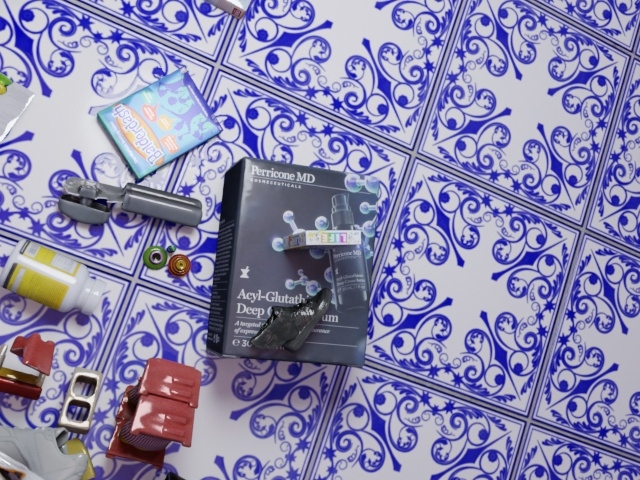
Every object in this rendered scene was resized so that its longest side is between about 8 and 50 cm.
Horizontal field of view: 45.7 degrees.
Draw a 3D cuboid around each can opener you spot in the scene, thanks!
[{"bbox_3d":[-0.390,-0.066,1.567,0.284,0.076,0.095,14,114,-17],"label":"can opener"}]

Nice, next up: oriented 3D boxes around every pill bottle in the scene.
[{"bbox_3d":[-0.520,0.079,1.485,0.184,0.103,0.103,27,79,-15],"label":"pill bottle"}]

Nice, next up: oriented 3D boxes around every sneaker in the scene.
[{"bbox_3d":[-0.540,0.386,1.425,0.262,0.099,0.121,29,72,19],"label":"sneaker"},{"bbox_3d":[-0.055,0.144,1.439,0.089,0.051,0.170,37,80,-17],"label":"sneaker"}]

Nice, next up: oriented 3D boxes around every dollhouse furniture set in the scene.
[{"bbox_3d":[-0.433,0.298,1.425,0.374,0.201,0.152,18,56,-17],"label":"dollhouse furniture set"}]

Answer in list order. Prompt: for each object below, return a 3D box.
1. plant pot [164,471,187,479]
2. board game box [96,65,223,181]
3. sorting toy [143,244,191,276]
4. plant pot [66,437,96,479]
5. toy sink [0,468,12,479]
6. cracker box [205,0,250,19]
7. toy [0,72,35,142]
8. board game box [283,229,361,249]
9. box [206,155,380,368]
[{"bbox_3d":[-0.266,0.603,1.503,0.187,0.188,0.167,35,90,-13],"label":"plant pot"},{"bbox_3d":[-0.335,-0.245,1.596,0.210,0.047,0.160,-34,97,-16],"label":"board game box"},{"bbox_3d":[-0.317,0.038,1.586,0.102,0.042,0.061,18,81,-16],"label":"sorting toy"},{"bbox_3d":[-0.490,0.433,1.487,0.081,0.081,0.083,-12,78,-18],"label":"plant pot"},{"bbox_3d":[-0.661,0.540,1.395,0.234,0.131,0.152,-36,97,-22],"label":"toy sink"},{"bbox_3d":[-0.239,-0.606,1.641,0.232,0.067,0.155,26,80,-14],"label":"cracker box"},{"bbox_3d":[-0.681,-0.224,1.478,0.137,0.056,0.237,31,73,-10],"label":"toy"},{"bbox_3d":[0.000,0.000,1.411,0.104,0.154,0.026,-1,86,-18],"label":"board game box"},{"bbox_3d":[-0.060,0.052,1.581,0.294,0.212,0.395,7,84,-17],"label":"box"}]
